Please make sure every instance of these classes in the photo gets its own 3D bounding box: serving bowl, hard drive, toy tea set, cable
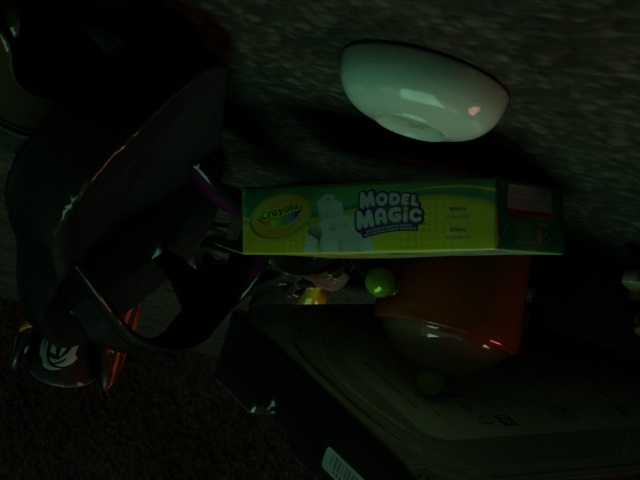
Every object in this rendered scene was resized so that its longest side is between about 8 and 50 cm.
[{"bbox_3d":[0.046,-0.066,0.736,0.083,0.027,0.083,17,170,3],"label":"serving bowl"},{"bbox_3d":[0.128,0.119,1.060,0.338,0.064,0.237,3,-156,-37],"label":"hard drive"},{"bbox_3d":[0.176,0.073,1.018,0.336,0.124,0.200,16,171,5],"label":"toy tea set"},{"bbox_3d":[-0.022,0.014,1.332,0.139,0.072,0.287,36,154,-10],"label":"cable"}]

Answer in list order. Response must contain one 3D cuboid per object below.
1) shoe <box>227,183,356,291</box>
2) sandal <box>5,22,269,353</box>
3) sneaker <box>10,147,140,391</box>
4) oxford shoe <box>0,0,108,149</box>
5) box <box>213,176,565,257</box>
[{"bbox_3d":[0.000,0.000,1.116,0.081,0.064,0.178,19,176,-23],"label":"shoe"},{"bbox_3d":[-0.100,0.007,0.934,0.107,0.167,0.446,42,171,4],"label":"sandal"},{"bbox_3d":[-0.180,0.026,1.200,0.124,0.180,0.321,16,171,7],"label":"sneaker"},{"bbox_3d":[-0.192,-0.121,0.744,0.096,0.083,0.227,-13,155,39],"label":"oxford shoe"},{"bbox_3d":[0.037,-0.010,0.874,0.179,0.043,0.105,-3,176,29],"label":"box"}]
